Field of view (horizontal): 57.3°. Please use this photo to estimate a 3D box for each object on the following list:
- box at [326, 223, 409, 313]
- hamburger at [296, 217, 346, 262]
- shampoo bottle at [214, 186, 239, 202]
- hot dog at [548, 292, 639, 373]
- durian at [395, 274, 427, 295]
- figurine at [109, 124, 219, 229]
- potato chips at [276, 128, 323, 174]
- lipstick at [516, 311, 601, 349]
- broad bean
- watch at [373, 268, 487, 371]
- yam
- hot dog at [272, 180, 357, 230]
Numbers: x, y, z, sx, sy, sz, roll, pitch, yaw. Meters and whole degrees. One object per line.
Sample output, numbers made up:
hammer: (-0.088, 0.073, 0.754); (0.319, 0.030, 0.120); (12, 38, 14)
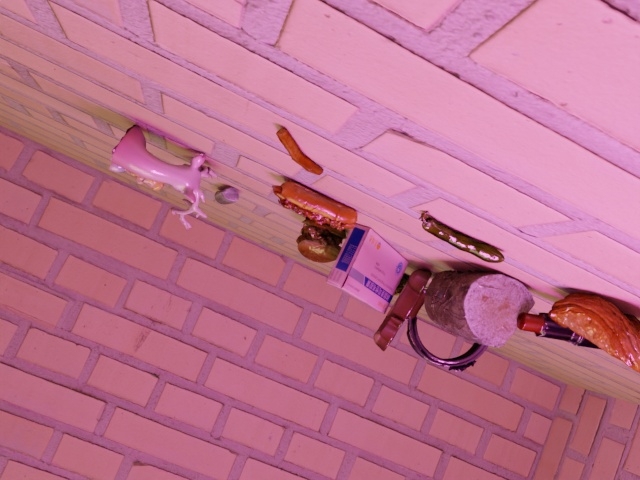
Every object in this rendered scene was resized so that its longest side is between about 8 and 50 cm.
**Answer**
box: (0.157, 0.098, 1.847); (0.065, 0.200, 0.343); (22, 172, 33)
hamburger: (0.000, 0.000, 1.901); (0.159, 0.131, 0.185); (15, 165, 27)
shampoo bottle: (-0.337, -0.159, 2.106); (0.072, 0.049, 0.212); (29, 171, -18)
hot dog: (0.680, 0.205, 1.377); (0.175, 0.114, 0.259); (28, -175, -40)
durian: (0.261, 0.157, 2.277); (0.375, 0.106, 0.132); (26, 178, 12)
figurine: (-0.445, -0.200, 1.747); (0.316, 0.206, 0.284); (32, 164, -12)
potato chips: (-0.047, -0.184, 1.228); (0.037, 0.026, 0.204); (16, 168, 26)
lipstick: (0.662, 0.234, 1.539); (0.300, 0.081, 0.081); (12, 173, -5)
broad bean: (0.316, -0.002, 1.336); (0.227, 0.039, 0.069); (26, 166, -13)
watch: (0.390, 0.289, 1.964); (0.327, 0.335, 0.314); (32, 173, 10)
yam: (0.422, 0.173, 1.662); (0.201, 0.202, 0.271); (40, 170, -9)
hot dog: (-0.019, -0.090, 1.573); (0.249, 0.076, 0.102); (24, 175, -11)
